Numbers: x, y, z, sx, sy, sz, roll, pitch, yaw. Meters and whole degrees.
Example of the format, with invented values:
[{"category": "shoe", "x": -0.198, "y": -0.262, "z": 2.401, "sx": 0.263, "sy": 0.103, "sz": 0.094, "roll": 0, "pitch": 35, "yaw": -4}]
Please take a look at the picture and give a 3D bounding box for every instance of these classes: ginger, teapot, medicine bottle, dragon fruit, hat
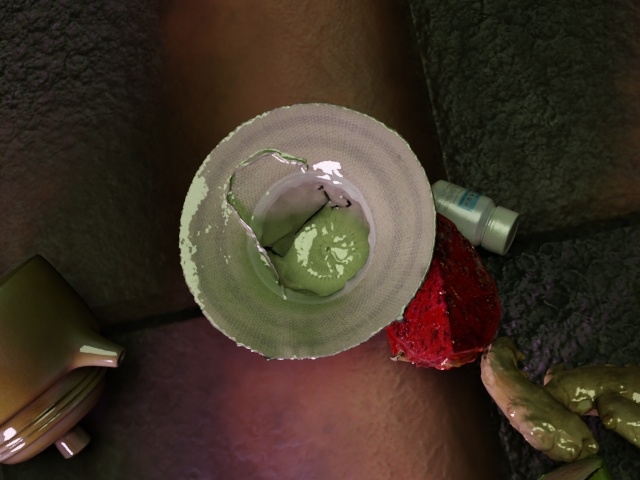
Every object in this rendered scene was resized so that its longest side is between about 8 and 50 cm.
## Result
[{"category": "ginger", "x": 0.273, "y": 0.142, "z": 1.040, "sx": 0.259, "sy": 0.065, "sz": 0.149, "roll": 3, "pitch": 38, "yaw": 4}, {"category": "teapot", "x": -0.294, "y": 0.139, "z": 1.119, "sx": 0.268, "sy": 0.185, "sz": 0.175, "roll": -32, "pitch": 99, "yaw": 31}, {"category": "medicine bottle", "x": 0.145, "y": -0.021, "z": 1.141, "sx": 0.089, "sy": 0.052, "sz": 0.052, "roll": 23, "pitch": 78, "yaw": 17}, {"category": "dragon fruit", "x": 0.113, "y": 0.063, "z": 1.110, "sx": 0.083, "sy": 0.106, "sz": 0.162, "roll": 10, "pitch": 53, "yaw": -32}, {"category": "hat", "x": 0.000, "y": 0.000, "z": 1.132, "sx": 0.252, "sy": 0.110, "sz": 0.252, "roll": -3, "pitch": 79, "yaw": 15}]

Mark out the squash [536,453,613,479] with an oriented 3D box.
[{"category": "squash", "x": 0.238, "y": 0.266, "z": 1.020, "sx": 0.105, "sy": 0.105, "sz": 0.132, "roll": -34, "pitch": 86, "yaw": -1}]
